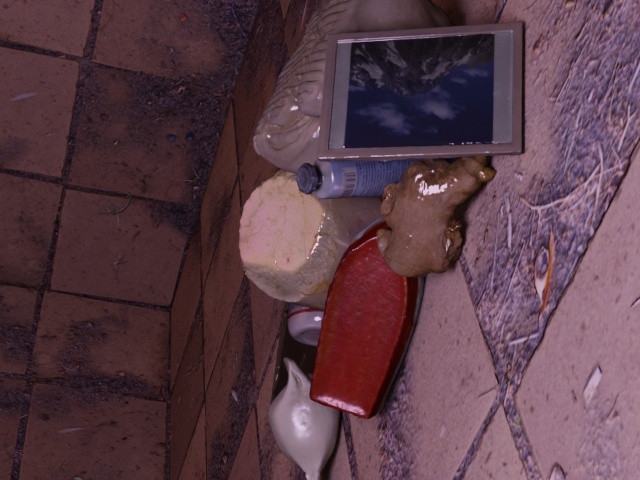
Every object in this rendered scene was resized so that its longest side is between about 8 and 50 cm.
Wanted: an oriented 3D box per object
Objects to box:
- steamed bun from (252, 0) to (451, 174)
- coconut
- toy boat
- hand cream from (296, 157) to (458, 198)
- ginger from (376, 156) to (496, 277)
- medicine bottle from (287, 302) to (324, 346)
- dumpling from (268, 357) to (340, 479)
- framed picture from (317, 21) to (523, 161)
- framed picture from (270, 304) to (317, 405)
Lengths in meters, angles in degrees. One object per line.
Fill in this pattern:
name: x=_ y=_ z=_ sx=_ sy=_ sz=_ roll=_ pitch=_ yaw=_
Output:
steamed bun: x=0.078 y=-0.242 z=1.815 sx=0.368 sy=0.255 sz=0.342 roll=-63 pitch=15 yaw=-14
coconut: x=0.000 y=0.000 z=1.932 sx=0.239 sy=0.244 sz=0.239 roll=-9 pitch=74 yaw=35
toy boat: x=0.082 y=0.108 z=1.806 sx=0.133 sy=0.145 sz=0.332 roll=-38 pitch=-36 yaw=-70
hand cream: x=0.087 y=-0.093 z=1.672 sx=0.058 sy=0.271 sz=0.091 roll=48 pitch=131 yaw=41
ginger: x=0.153 y=-0.049 z=1.631 sx=0.074 sy=0.137 sz=0.213 roll=-55 pitch=-13 yaw=-58
medicine bottle: x=0.011 y=0.061 z=2.100 sx=0.131 sy=0.131 sz=0.250 roll=129 pitch=149 yaw=-62
dumpling: x=-0.022 y=0.341 z=2.100 sx=0.179 sy=0.131 sz=0.252 roll=81 pitch=173 yaw=-74
framed picture: x=0.138 y=-0.202 z=1.571 sx=0.019 sy=0.281 sz=0.209 roll=61 pitch=-150 yaw=-63
framed picture: x=-0.043 y=0.243 z=2.391 sx=0.335 sy=0.022 sz=0.248 roll=151 pitch=128 yaw=-71
